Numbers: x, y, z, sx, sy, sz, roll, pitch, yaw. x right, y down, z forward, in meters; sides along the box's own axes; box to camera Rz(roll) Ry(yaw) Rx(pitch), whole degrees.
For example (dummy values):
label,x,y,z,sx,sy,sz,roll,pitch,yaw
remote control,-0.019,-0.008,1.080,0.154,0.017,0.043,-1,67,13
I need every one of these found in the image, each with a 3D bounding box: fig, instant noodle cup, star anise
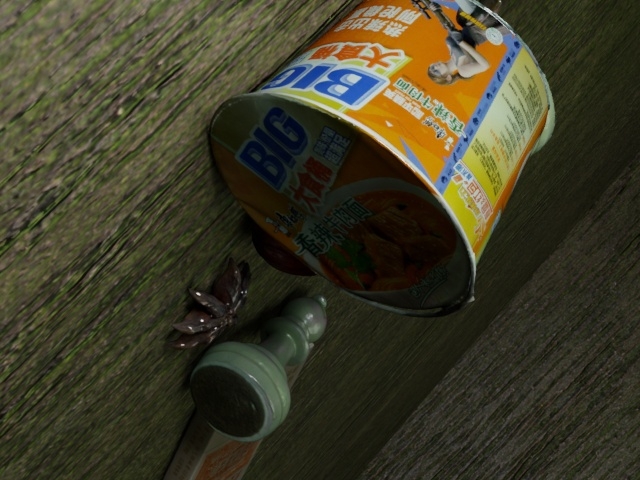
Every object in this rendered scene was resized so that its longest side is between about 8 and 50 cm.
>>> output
label,x,y,z,sx,sy,sz,roll,pitch,yaw
fig,-0.014,-0.004,1.111,0.128,0.150,0.128,-20,-174,2
instant noodle cup,0.071,-0.099,0.919,0.214,0.296,0.296,-53,164,-25
star anise,-0.128,0.086,1.146,0.141,0.042,0.141,-42,158,-21

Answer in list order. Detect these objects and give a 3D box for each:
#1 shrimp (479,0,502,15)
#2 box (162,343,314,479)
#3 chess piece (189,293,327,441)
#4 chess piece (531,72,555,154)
label,x,y,z,sx,sy,sz,roll,pitch,yaw
shrimp,0.166,-0.307,0.929,0.058,0.169,0.296,5,128,-23
box,-0.150,0.313,1.511,0.204,0.051,0.365,-26,150,-52
chess piece,-0.060,0.151,1.338,0.271,0.139,0.139,-47,166,-51
chess piece,0.141,-0.134,1.221,0.298,0.176,0.176,-26,153,-23
